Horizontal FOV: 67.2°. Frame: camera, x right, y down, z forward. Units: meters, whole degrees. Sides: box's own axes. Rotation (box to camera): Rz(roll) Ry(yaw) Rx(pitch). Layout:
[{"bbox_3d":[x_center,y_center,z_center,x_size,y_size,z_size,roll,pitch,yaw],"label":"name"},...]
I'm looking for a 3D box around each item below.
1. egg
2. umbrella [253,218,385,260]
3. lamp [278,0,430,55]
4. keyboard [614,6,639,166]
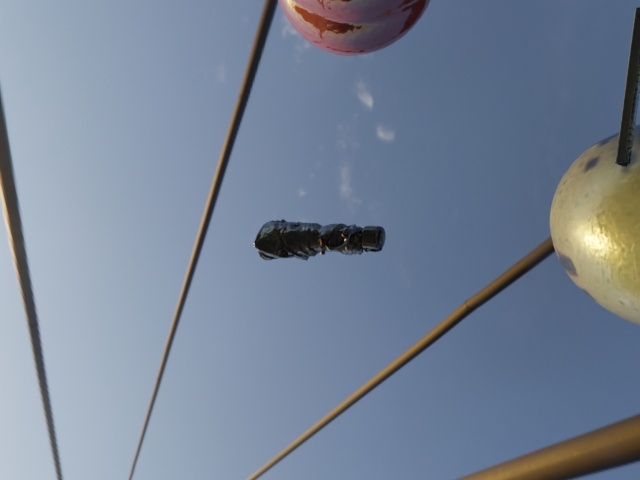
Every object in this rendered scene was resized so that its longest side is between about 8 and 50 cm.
[{"bbox_3d":[0.586,-0.023,0.807,0.344,0.428,0.345,2,-70,6],"label":"egg"},{"bbox_3d":[0.002,0.000,0.773,0.224,0.080,0.071,-2,-47,33],"label":"umbrella"},{"bbox_3d":[0.013,-0.218,0.324,0.140,0.182,0.182,-1,-77,1],"label":"lamp"},{"bbox_3d":[0.373,-0.179,0.576,0.014,0.055,0.176,9,-82,36],"label":"keyboard"}]
